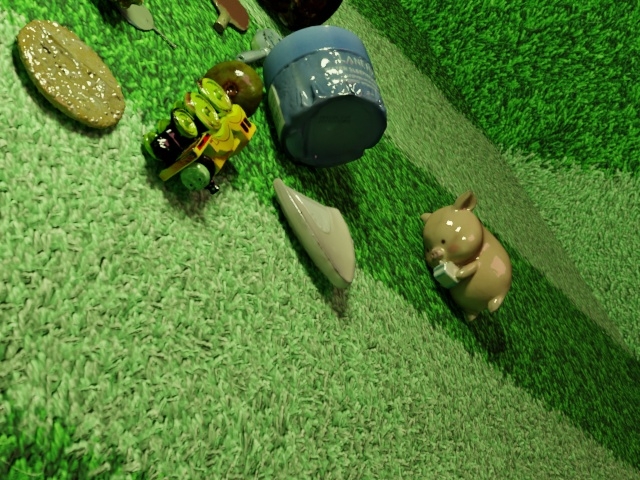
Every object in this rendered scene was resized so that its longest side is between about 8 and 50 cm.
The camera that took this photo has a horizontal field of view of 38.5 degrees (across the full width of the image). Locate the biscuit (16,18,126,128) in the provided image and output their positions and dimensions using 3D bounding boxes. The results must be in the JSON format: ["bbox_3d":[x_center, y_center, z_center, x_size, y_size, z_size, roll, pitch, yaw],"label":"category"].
[{"bbox_3d":[-0.402,-0.270,1.485,0.220,0.033,0.219,44,25,-27],"label":"biscuit"}]

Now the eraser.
[{"bbox_3d":[-0.001,0.001,1.845,0.204,0.059,0.243,27,33,-47],"label":"eraser"}]

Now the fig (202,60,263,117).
[{"bbox_3d":[-0.186,-0.311,1.881,0.124,0.124,0.236,48,2,-16],"label":"fig"}]

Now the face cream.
[{"bbox_3d":[0.011,-0.311,2.030,0.249,0.249,0.225,26,40,-48],"label":"face cream"}]

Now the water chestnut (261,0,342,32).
[{"bbox_3d":[-0.042,-0.694,2.393,0.289,0.289,0.244,26,26,-48],"label":"water chestnut"}]

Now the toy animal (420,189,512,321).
[{"bbox_3d":[0.358,0.043,2.322,0.256,0.195,0.213,47,51,-16],"label":"toy animal"}]

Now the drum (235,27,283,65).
[{"bbox_3d":[-0.147,-0.456,2.162,0.130,0.049,0.253,61,25,11],"label":"drum"}]

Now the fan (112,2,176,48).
[{"bbox_3d":[-0.352,-0.442,1.822,0.175,0.005,0.113,40,28,-28],"label":"fan"}]

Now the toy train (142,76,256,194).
[{"bbox_3d":[-0.213,-0.185,1.642,0.160,0.100,0.296,50,25,-15],"label":"toy train"}]

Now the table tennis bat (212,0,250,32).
[{"bbox_3d":[-0.220,-0.542,2.176,0.131,0.022,0.234,47,24,-21],"label":"table tennis bat"}]

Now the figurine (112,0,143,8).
[{"bbox_3d":[-0.408,-0.542,1.724,0.185,0.127,0.234,22,52,-33],"label":"figurine"}]
